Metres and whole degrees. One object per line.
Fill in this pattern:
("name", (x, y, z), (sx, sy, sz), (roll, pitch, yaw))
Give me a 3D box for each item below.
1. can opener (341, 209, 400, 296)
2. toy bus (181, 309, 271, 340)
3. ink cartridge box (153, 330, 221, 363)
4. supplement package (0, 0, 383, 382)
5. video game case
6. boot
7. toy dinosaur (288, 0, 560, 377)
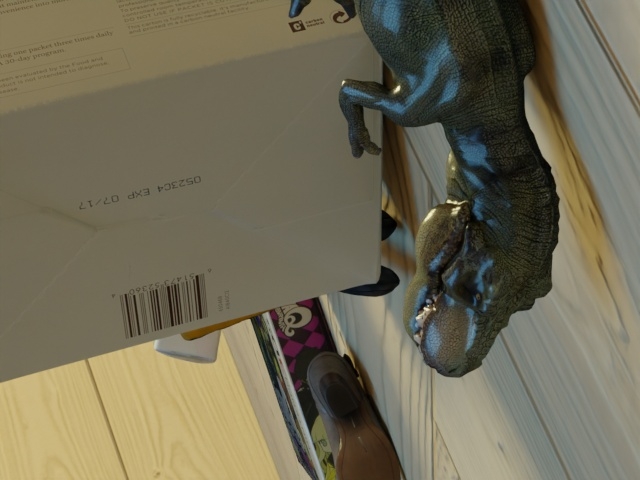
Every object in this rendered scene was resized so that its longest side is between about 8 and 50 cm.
("can opener", (0.000, 0.000, 0.852), (0.186, 0.073, 0.059), (-152, 49, -67))
("toy bus", (-0.097, -0.109, 1.105), (0.130, 0.108, 0.332), (-142, 32, -81))
("ink cartridge box", (-0.096, -0.033, 1.423), (0.189, 0.066, 0.232), (-129, 54, -78))
("supplement package", (-0.097, -0.075, 0.738), (0.149, 0.194, 0.203), (89, 162, -45))
("video game case", (-0.019, 0.092, 1.360), (0.232, 0.042, 0.210), (-161, 53, -82))
("boot", (0.024, 0.130, 1.152), (0.087, 0.042, 0.118), (-109, 1, -86))
("toy dinosaur", (0.007, -0.099, 0.463), (0.118, 0.064, 0.268), (26, 137, 60))
